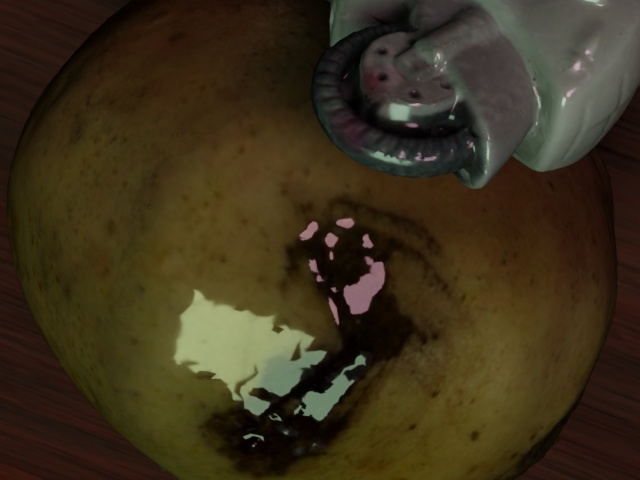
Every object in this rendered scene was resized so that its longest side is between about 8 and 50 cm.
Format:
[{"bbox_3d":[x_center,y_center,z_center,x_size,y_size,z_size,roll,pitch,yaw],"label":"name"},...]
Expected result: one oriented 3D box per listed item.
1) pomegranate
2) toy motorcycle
[{"bbox_3d":[0.000,0.000,0.753,0.322,0.322,0.322,13,141,11],"label":"pomegranate"},{"bbox_3d":[0.080,-0.120,0.612,0.170,0.260,0.110,8,141,-4],"label":"toy motorcycle"}]
